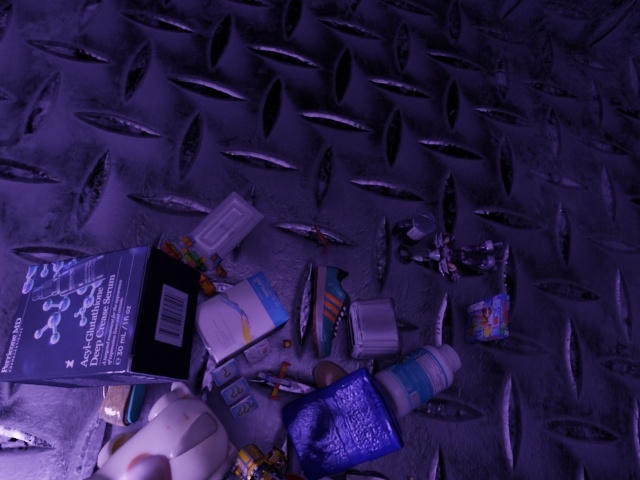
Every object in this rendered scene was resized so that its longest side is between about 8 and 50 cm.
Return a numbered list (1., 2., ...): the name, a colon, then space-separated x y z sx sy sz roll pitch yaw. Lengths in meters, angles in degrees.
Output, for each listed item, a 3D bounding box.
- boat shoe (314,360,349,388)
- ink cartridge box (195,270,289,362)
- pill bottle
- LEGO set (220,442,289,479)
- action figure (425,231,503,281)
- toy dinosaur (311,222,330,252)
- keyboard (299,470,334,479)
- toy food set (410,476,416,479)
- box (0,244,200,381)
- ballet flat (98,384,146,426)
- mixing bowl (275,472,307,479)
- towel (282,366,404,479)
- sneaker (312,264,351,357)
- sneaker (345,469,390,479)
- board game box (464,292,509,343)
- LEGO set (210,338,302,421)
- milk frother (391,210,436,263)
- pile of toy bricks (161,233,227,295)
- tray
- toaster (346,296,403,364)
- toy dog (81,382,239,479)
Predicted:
1. boat shoe: 0.097 0.489 1.262 0.109 0.098 0.302 -33 80 -22
2. ink cartridge box: -0.240 0.234 1.241 0.233 0.171 0.168 -28 78 -21
3. pill bottle: 0.307 0.423 1.310 0.264 0.146 0.146 -23 77 -20
4. LEGO set: -0.158 0.665 0.962 0.331 0.255 0.192 -41 40 -22
5. action figure: 0.516 0.058 1.526 0.285 0.099 0.185 1 77 -9
6. toy dinosaur: 0.000 0.000 1.443 0.047 0.090 0.082 -33 48 -6
7. keyboard: 0.052 0.739 1.208 0.256 0.014 0.072 27 61 -2
8. toy food set: 0.252 0.765 1.240 0.078 0.019 0.122 40 74 4
9. box: -0.540 0.205 1.060 0.396 0.212 0.293 -10 64 18
10. ballet flat: -0.526 0.329 1.178 0.123 0.123 0.348 13 68 -8
11. mixing bowl: -0.080 0.718 1.124 0.182 0.098 0.181 -2 67 6
12. towel: 0.057 0.516 1.182 0.308 0.076 0.227 -31 72 17
13. sneaker: 0.040 0.223 1.344 0.121 0.108 0.302 5 67 -7
14. sneaker: 0.136 0.706 1.222 0.135 0.052 0.058 9 81 -5
15. board game box: 0.549 0.263 1.395 0.035 0.201 0.136 15 68 -7
16. LEGO set: -0.169 0.396 1.226 0.244 0.060 0.182 -28 105 -22
17. milk frother: 0.332 -0.008 1.482 0.129 0.134 0.143 -15 74 -17
18. pile of toy bricks: -0.387 0.064 1.289 0.118 0.105 0.212 -41 86 0
19. tray: -0.325 -0.040 1.401 0.145 0.030 0.270 40 67 3
20. toaster: 0.166 0.287 1.327 0.147 0.129 0.227 1 55 -8
21. toy dog: -0.403 0.574 0.971 0.408 0.395 0.284 -38 94 -29
